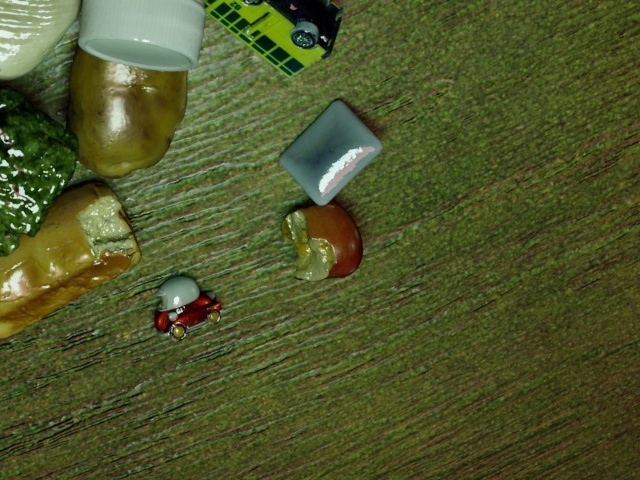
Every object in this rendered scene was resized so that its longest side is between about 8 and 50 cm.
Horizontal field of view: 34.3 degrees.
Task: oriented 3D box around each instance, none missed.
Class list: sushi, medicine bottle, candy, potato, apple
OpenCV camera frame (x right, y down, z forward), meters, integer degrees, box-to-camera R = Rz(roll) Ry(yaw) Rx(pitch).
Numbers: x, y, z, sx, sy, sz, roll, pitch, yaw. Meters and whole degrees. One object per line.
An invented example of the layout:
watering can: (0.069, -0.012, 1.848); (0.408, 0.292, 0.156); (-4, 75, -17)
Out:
sushi: (-0.562, -0.090, 1.727); (0.178, 0.352, 0.294); (36, 70, -23)
medicine bottle: (-0.262, -0.473, 1.645); (0.211, 0.211, 0.371); (9, 86, -19)
candy: (0.020, -0.169, 2.004); (0.174, 0.071, 0.138); (-44, 76, 7)
potato: (-0.334, -0.281, 1.825); (0.195, 0.176, 0.369); (15, 108, 7)
apple: (0.006, -0.005, 2.055); (0.147, 0.156, 0.158); (-11, 99, -19)

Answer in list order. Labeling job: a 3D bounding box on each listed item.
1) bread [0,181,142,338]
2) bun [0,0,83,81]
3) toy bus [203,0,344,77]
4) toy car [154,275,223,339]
bread: (-0.507, 0.026, 1.903); (0.344, 0.195, 0.149); (-31, 139, 0)
bun: (-0.537, -0.438, 1.651); (0.326, 0.234, 0.362); (-21, 111, -11)
toy bus: (-0.101, -0.418, 1.819); (0.262, 0.128, 0.150); (35, 143, -27)
toy car: (-0.273, 0.124, 2.073); (0.139, 0.112, 0.112); (-20, 103, -17)
